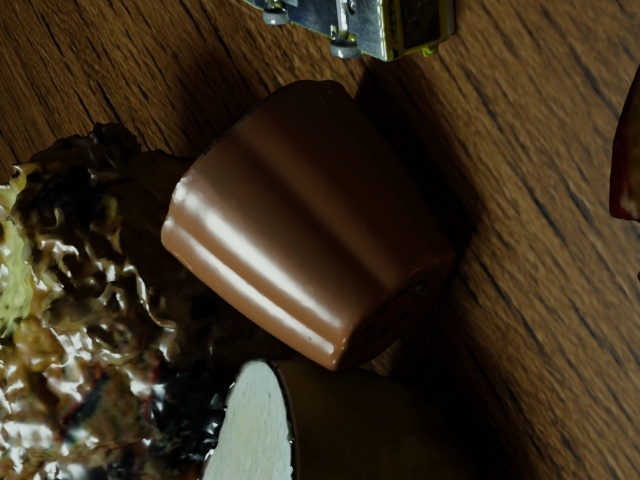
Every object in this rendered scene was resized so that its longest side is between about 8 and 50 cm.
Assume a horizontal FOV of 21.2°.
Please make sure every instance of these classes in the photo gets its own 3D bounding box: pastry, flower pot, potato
[{"bbox_3d":[-0.161,0.117,1.546,0.292,0.337,0.405,-132,60,-72],"label":"pastry"},{"bbox_3d":[0.000,0.000,1.312,0.173,0.190,0.190,48,148,19],"label":"flower pot"},{"bbox_3d":[0.015,0.245,1.376,0.246,0.196,0.299,-111,35,-53],"label":"potato"}]

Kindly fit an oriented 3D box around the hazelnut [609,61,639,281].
[{"bbox_3d":[0.233,-0.042,0.848,0.178,0.178,0.204,-32,73,64],"label":"hazelnut"}]

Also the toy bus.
[{"bbox_3d":[0.008,-0.192,1.277,0.226,0.074,0.081,29,131,55],"label":"toy bus"}]
